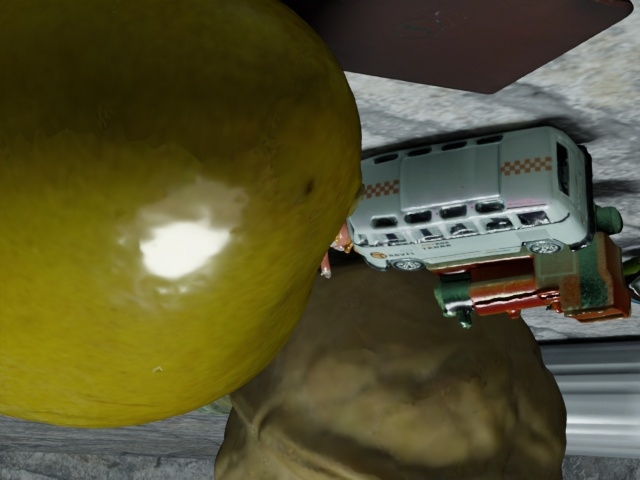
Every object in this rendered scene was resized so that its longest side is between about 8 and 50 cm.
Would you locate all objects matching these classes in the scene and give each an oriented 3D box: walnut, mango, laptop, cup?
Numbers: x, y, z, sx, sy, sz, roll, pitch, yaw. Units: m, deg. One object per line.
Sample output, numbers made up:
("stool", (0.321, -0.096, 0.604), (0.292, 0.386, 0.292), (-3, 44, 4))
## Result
("walnut", (0.072, 0.190, 1.344), (0.381, 0.381, 0.381), (-1, 165, 0))
("mango", (-0.127, -0.016, 0.754), (0.301, 0.220, 0.445), (33, 155, -22))
("laptop", (0.053, -0.129, 0.754), (0.207, 0.026, 0.154), (6, 162, -28))
("cup", (0.377, 0.226, 1.858), (0.202, 0.166, 0.221), (-1, 164, 9))

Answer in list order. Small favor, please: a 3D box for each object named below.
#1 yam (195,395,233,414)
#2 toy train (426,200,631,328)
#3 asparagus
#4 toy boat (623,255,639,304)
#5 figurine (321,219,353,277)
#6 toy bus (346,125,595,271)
("yam", (-0.089, 0.151, 1.606), (0.133, 0.133, 0.330), (8, 164, -32))
("toy train", (0.174, 0.020, 1.144), (0.176, 0.118, 0.074), (-10, 160, 24))
("asparagus", (0.277, 0.029, 1.235), (0.233, 0.022, 0.023), (-18, -138, -41))
("toy boat", (0.359, 0.038, 1.350), (0.137, 0.060, 0.061), (-6, -170, -2))
("figurine", (0.000, 0.000, 1.176), (0.047, 0.064, 0.109), (-20, 163, -36))
("toy bus", (0.106, -0.032, 1.014), (0.194, 0.087, 0.089), (-8, 157, 25))
